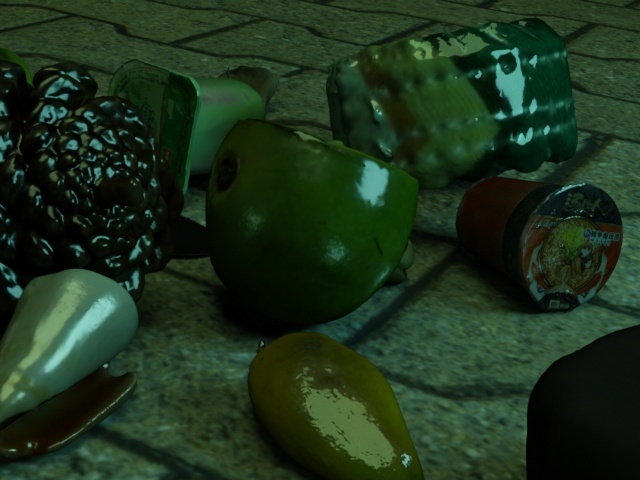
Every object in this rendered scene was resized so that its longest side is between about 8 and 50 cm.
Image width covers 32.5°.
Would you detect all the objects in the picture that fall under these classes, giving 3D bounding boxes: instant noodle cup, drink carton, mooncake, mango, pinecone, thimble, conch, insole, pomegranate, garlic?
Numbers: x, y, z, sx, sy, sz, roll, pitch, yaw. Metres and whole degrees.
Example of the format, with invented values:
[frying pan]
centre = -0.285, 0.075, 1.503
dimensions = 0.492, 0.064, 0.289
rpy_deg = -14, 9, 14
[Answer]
[instant noodle cup]
centre = 0.207, -0.009, 1.088
dimensions = 0.127, 0.127, 0.136
rpy_deg = -8, 17, -26
[drink carton]
centre = -0.152, -0.132, 1.276
dimensions = 0.144, 0.146, 0.142
rpy_deg = 23, 22, 34
[mooncake]
centre = 0.271, 0.155, 0.691
dimensions = 0.283, 0.141, 0.283
rpy_deg = -3, 18, 1
[mango]
centre = 0.009, 0.126, 0.810
dimensions = 0.101, 0.066, 0.187
rpy_deg = -11, 37, -30
[pinecone]
centre = -0.262, -0.036, 0.947
dimensions = 0.244, 0.244, 0.309
rpy_deg = -15, 15, -37
[thimble]
centre = 0.140, -0.144, 1.229
dimensions = 0.288, 0.167, 0.254
rpy_deg = -14, 5, -32
[conch]
centre = -0.187, 0.090, 0.802
dimensions = 0.094, 0.104, 0.176
rpy_deg = 2, 32, 1
[insole]
centre = -0.248, -0.029, 1.175
dimensions = 0.322, 0.007, 0.109
rpy_deg = 14, 24, 21
[pomegranate]
centre = -0.014, -0.005, 1.002
dimensions = 0.190, 0.159, 0.241
rpy_deg = 18, -2, 9
[garlic]
centre = -0.106, -0.207, 1.545
dimensions = 0.084, 0.066, 0.152
rpy_deg = 32, 28, -5

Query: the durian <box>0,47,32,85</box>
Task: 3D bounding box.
[durian]
centre = -0.432, -0.189, 1.386
dimensions = 0.139, 0.101, 0.250
rpy_deg = -4, 25, -17
